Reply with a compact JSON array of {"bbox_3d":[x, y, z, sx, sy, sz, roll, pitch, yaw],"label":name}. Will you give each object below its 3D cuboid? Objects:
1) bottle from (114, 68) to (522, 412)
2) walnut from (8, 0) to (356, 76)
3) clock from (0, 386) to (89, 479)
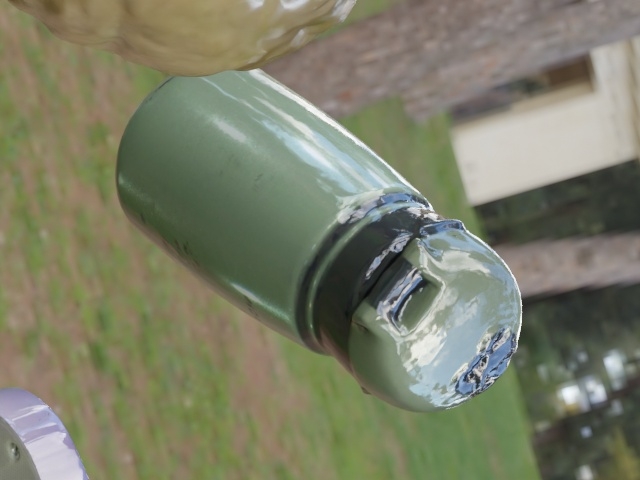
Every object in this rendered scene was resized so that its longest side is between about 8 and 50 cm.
[{"bbox_3d":[0.001,0.001,1.465,0.347,0.168,0.168,37,-24,39],"label":"bottle"},{"bbox_3d":[-0.061,-0.178,0.819,0.261,0.225,0.225,-125,-161,-88],"label":"walnut"},{"bbox_3d":[-0.176,0.192,1.112,0.198,0.064,0.172,60,-41,14],"label":"clock"}]
